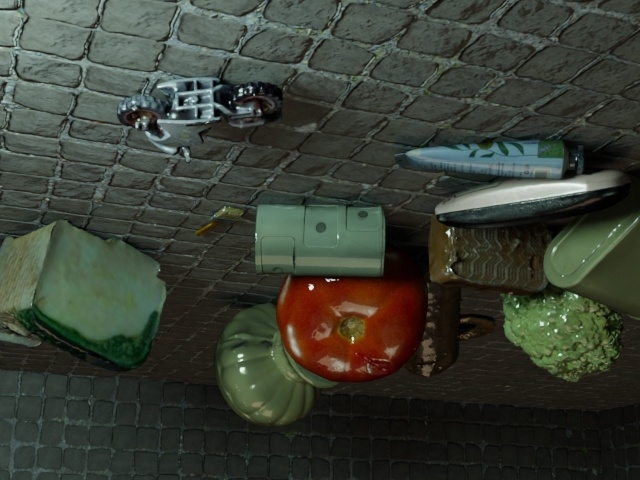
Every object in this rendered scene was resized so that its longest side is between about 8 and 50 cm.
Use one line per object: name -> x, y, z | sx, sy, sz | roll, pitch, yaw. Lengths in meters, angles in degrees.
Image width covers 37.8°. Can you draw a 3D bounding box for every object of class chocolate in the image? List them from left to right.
chocolate -> 0.297, 0.019, 1.647 | 0.214, 0.149, 0.093 | 10, 165, -22

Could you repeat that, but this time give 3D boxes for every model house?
model house -> -0.505, 0.119, 1.838 | 0.284, 0.243, 0.298 | -8, 149, 38

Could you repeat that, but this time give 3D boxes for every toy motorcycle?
toy motorcycle -> -0.151, -0.159, 1.218 | 0.215, 0.080, 0.122 | -6, 161, 6

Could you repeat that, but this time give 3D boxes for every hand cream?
hand cream -> 0.246, -0.119, 1.371 | 0.271, 0.058, 0.091 | 1, 176, 11

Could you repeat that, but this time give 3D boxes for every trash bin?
trash bin -> 0.532, 0.016, 1.570 | 0.247, 0.121, 0.243 | 17, 124, -33

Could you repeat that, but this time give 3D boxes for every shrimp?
shrimp -> 0.354, 0.240, 2.475 | 0.152, 0.046, 0.219 | 16, 153, -41

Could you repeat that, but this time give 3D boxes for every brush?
brush -> -0.193, -0.032, 1.713 | 0.043, 0.014, 0.170 | 9, 162, -28

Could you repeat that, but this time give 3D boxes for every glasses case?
glasses case -> 0.326, -0.064, 1.461 | 0.314, 0.075, 0.122 | -9, 180, 39

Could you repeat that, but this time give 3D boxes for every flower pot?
flower pot -> -0.076, 0.280, 2.233 | 0.307, 0.308, 0.244 | 16, 148, -40

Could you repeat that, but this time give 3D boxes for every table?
table -> 0.000, 0.000, 1.623 | 0.219, 0.126, 0.126 | 1, 162, 1

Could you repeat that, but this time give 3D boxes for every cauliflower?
cauliflower -> 0.472, 0.119, 1.817 | 0.260, 0.327, 0.281 | 7, -149, 27

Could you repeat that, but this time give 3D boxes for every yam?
yam -> 0.225, 0.150, 1.919 | 0.128, 0.238, 0.129 | -23, -151, -37

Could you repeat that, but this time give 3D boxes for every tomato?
tomato -> 0.060, 0.119, 1.790 | 0.298, 0.299, 0.226 | -3, -157, 11
